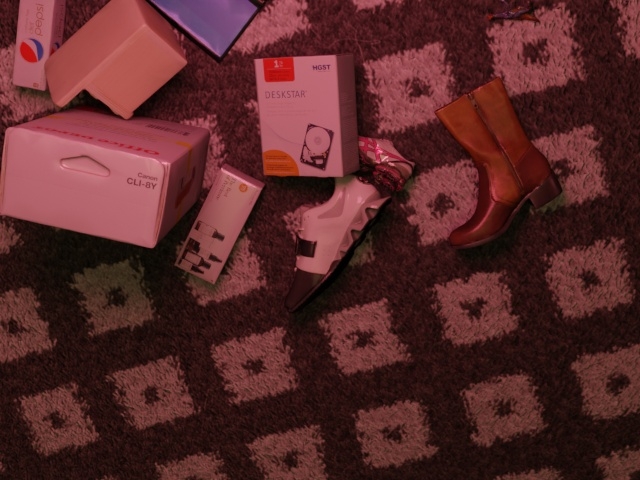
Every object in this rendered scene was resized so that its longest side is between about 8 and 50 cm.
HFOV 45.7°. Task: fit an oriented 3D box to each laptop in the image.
[{"bbox_3d":[-0.215,-0.511,1.438,0.234,0.264,0.136,38,67,-9],"label":"laptop"}]

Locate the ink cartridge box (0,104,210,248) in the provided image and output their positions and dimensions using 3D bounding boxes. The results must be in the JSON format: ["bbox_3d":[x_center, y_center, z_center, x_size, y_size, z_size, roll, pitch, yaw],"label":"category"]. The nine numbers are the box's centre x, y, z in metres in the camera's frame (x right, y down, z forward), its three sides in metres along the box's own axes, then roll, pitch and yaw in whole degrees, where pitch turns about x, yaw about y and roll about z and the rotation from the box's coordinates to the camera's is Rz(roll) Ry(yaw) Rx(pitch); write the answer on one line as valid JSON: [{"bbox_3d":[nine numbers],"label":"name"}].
[{"bbox_3d":[-0.385,-0.134,1.420,0.279,0.384,0.160,12,106,-1],"label":"ink cartridge box"}]

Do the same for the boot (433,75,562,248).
[{"bbox_3d":[0.317,-0.150,1.541,0.264,0.096,0.280,-33,101,11],"label":"boot"}]

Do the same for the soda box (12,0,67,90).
[{"bbox_3d":[-0.557,-0.412,1.511,0.069,0.074,0.216,11,105,-1],"label":"soda box"}]

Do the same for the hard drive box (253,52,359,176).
[{"bbox_3d":[-0.025,-0.247,1.498,0.181,0.089,0.232,3,106,26],"label":"hard drive box"}]

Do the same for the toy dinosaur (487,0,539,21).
[{"bbox_3d":[0.373,-0.441,1.488,0.082,0.047,0.090,-25,115,27],"label":"toy dinosaur"}]

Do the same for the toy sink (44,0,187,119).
[{"bbox_3d":[-0.394,-0.339,1.465,0.234,0.152,0.131,-38,139,11],"label":"toy sink"}]

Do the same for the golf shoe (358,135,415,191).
[{"bbox_3d":[0.107,-0.179,1.565,0.186,0.067,0.086,35,63,3],"label":"golf shoe"}]

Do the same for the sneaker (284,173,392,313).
[{"bbox_3d":[0.000,0.000,1.596,0.146,0.122,0.330,38,105,11],"label":"sneaker"}]

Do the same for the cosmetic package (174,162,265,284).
[{"bbox_3d":[-0.214,-0.033,1.610,0.099,0.060,0.239,26,105,-6],"label":"cosmetic package"}]
